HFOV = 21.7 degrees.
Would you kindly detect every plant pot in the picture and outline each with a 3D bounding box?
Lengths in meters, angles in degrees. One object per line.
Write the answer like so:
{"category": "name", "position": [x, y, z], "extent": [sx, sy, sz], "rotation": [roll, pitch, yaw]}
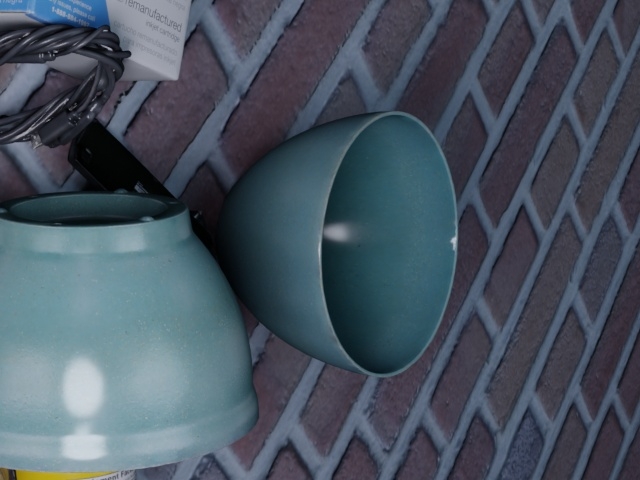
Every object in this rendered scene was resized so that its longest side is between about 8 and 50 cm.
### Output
{"category": "plant pot", "position": [-0.200, 0.063, 1.466], "extent": [0.293, 0.293, 0.196], "rotation": [-18, 112, -55]}
{"category": "plant pot", "position": [0.000, 0.000, 1.866], "extent": [0.290, 0.195, 0.290], "rotation": [-7, 99, -56]}

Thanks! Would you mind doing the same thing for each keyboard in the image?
{"category": "keyboard", "position": [-0.190, -0.029, 1.683], "extent": [0.192, 0.038, 0.100], "rotation": [46, 36, -20]}

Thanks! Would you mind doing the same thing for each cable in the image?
{"category": "cable", "position": [-0.256, -0.146, 1.492], "extent": [0.151, 0.184, 0.047], "rotation": [18, 50, -38]}

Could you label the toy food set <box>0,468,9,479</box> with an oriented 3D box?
{"category": "toy food set", "position": [-0.338, 0.245, 1.530], "extent": [0.132, 0.039, 0.192], "rotation": [-8, 106, -49]}

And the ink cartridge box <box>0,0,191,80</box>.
{"category": "ink cartridge box", "position": [-0.218, -0.325, 1.562], "extent": [0.223, 0.129, 0.307], "rotation": [20, 76, -55]}

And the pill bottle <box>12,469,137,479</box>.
{"category": "pill bottle", "position": [-0.235, 0.243, 1.604], "extent": [0.119, 0.119, 0.208], "rotation": [-16, 106, -55]}

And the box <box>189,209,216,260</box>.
{"category": "box", "position": [-0.180, 0.092, 1.732], "extent": [0.220, 0.051, 0.175], "rotation": [-42, 126, -47]}
